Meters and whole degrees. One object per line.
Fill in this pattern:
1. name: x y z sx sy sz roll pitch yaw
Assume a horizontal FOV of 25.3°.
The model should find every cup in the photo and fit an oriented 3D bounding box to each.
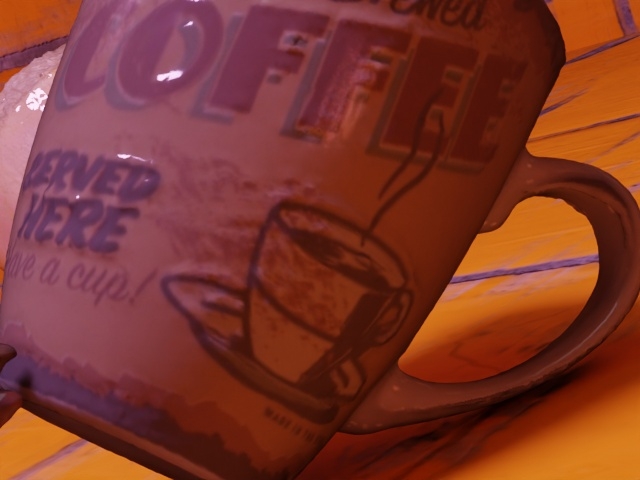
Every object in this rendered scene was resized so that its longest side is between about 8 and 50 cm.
1. cup: 0.000 0.000 0.669 0.227 0.301 0.257 146 149 -77

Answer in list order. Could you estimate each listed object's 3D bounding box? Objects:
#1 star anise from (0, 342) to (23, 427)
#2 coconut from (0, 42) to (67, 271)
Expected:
1. star anise: -0.225 0.118 0.542 0.292 0.109 0.350 -30 29 33
2. coconut: -0.158 -0.031 1.193 0.239 0.244 0.239 -53 -10 -13
